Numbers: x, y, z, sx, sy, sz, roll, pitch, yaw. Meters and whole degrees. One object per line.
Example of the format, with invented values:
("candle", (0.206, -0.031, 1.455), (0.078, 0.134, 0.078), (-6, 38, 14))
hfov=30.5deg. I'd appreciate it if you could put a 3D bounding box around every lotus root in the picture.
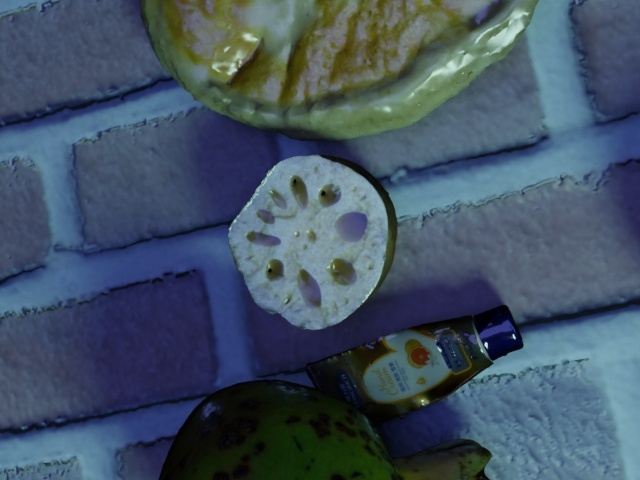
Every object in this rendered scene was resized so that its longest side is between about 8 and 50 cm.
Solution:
("lotus root", (0.002, 0.002, 0.865), (0.112, 0.081, 0.122), (40, 97, 15))

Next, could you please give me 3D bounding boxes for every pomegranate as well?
("pomegranate", (0.003, 0.187, 0.806), (0.247, 0.202, 0.202), (-12, 80, -14))

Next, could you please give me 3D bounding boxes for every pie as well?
("pie", (0.009, -0.231, 0.890), (0.339, 0.077, 0.339), (-1, 86, 14))

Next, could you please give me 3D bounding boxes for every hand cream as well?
("hand cream", (0.068, 0.092, 0.859), (0.163, 0.039, 0.062), (-24, 94, 16))
